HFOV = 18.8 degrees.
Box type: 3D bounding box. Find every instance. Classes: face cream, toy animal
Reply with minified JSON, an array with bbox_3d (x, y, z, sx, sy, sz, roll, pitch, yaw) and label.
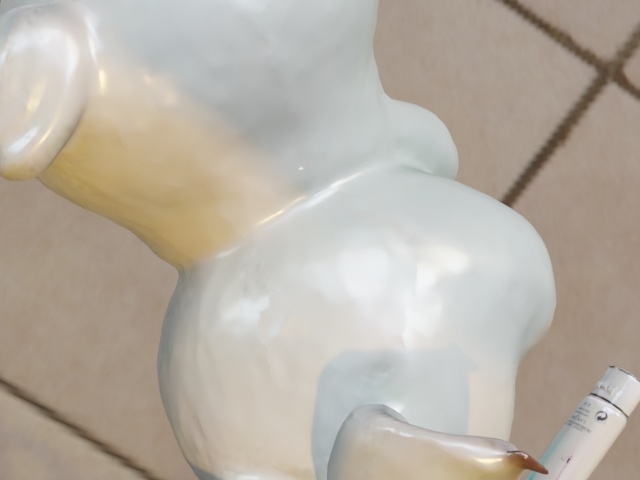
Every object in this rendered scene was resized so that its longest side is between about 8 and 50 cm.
[{"bbox_3d":[0.107,0.107,0.874,0.020,0.038,0.115,42,80,-27],"label":"face cream"},{"bbox_3d":[-0.013,0.006,0.763,0.182,0.247,0.310,-21,87,17],"label":"toy animal"}]
